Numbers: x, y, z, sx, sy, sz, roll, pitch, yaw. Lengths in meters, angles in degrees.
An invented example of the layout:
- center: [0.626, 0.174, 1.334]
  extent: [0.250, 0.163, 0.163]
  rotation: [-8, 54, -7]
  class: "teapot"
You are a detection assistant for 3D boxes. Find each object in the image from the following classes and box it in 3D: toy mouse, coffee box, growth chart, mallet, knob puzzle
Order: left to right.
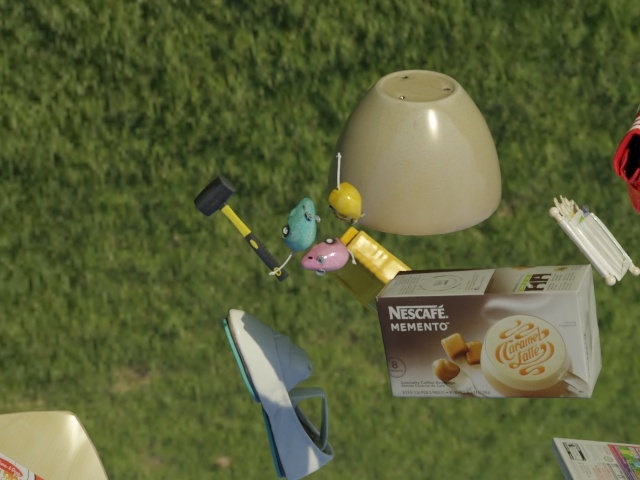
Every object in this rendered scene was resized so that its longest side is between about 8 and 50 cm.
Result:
- center: [-0.286, 0.249, 1.237]
  extent: [0.213, 0.213, 0.030]
  rotation: [-12, -178, 2]
  class: "knob puzzle"
- center: [-0.108, -0.020, 1.932]
  extent: [0.062, 0.189, 0.039]
  rotation: [-51, 167, 11]
  class: "mallet"
- center: [0.000, 0.000, 1.506]
  extent: [0.143, 0.031, 0.161]
  rotation: [-40, 138, -17]
  class: "toy mouse"
- center: [0.205, 0.110, 1.551]
  extent: [0.246, 0.141, 0.098]
  rotation: [-2, -161, 22]
  class: "coffee box"
- center: [0.436, -0.003, 2.035]
  extent: [0.021, 0.172, 0.237]
  rotation: [-41, 169, 21]
  class: "growth chart"

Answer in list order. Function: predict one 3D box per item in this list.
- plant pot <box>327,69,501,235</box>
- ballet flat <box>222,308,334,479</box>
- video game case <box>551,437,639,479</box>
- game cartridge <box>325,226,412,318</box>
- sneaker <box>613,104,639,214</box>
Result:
- center: [0.153, -0.160, 2.041]
  extent: [0.284, 0.284, 0.191]
  rotation: [-6, 122, -10]
  class: "plant pot"
- center: [-0.063, 0.263, 2.278]
  extent: [0.139, 0.139, 0.400]
  rotation: [-14, 125, 5]
  class: "ballet flat"
- center: [0.429, 0.334, 1.764]
  extent: [0.183, 0.201, 0.023]
  rotation: [6, 108, -5]
  class: "video game case"
- center: [0.143, 0.113, 1.920]
  extent: [0.053, 0.323, 0.285]
  rotation: [-51, 178, -10]
  class: "game cartridge"
- center: [0.499, -0.106, 2.029]
  extent: [0.087, 0.128, 0.221]
  rotation: [19, 137, 34]
  class: "sneaker"
